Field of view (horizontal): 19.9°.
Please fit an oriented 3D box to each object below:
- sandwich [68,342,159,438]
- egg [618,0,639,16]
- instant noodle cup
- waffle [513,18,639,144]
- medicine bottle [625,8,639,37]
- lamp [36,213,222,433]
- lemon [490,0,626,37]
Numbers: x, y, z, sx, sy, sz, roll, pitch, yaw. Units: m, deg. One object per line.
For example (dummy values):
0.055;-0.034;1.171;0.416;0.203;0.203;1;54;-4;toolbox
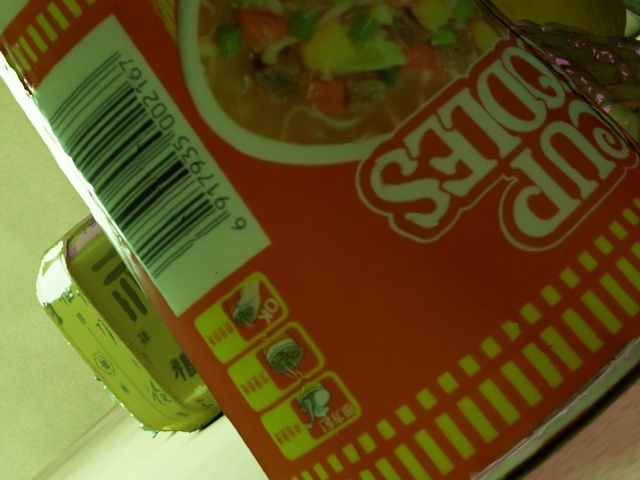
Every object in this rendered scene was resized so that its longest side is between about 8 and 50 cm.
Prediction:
-0.078;0.038;1.660;0.325;0.131;0.262;-43;5;-28;sandwich
0.235;-0.193;1.039;0.172;0.132;0.132;-28;6;16;egg
0.000;-0.027;0.609;0.193;0.212;0.193;-40;2;1;instant noodle cup
0.104;-0.082;0.923;0.184;0.036;0.169;10;22;22;waffle
0.205;-0.202;1.685;0.250;0.133;0.133;-38;3;16;medicine bottle
-0.122;0.049;1.434;0.161;0.185;0.161;-40;4;3;lamp
0.059;-0.147;1.171;0.293;0.293;0.293;-40;2;2;lemon
